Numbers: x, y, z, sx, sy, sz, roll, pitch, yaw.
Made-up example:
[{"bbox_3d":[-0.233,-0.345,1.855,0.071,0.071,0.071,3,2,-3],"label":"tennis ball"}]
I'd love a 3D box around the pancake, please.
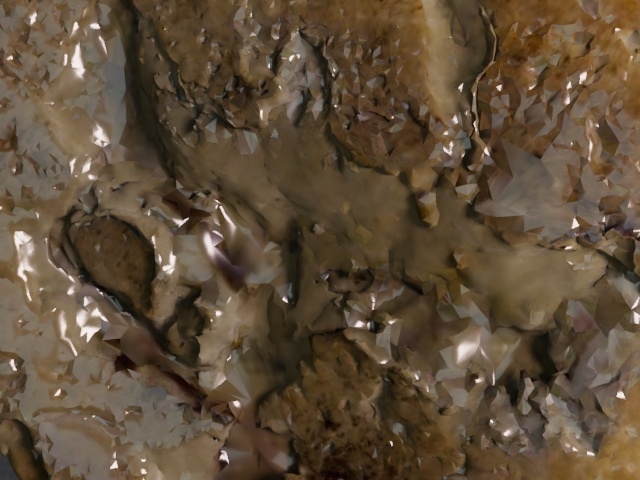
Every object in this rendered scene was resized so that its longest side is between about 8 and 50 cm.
[{"bbox_3d":[-0.001,0.000,0.748,0.387,0.082,0.387,2,98,18],"label":"pancake"}]
